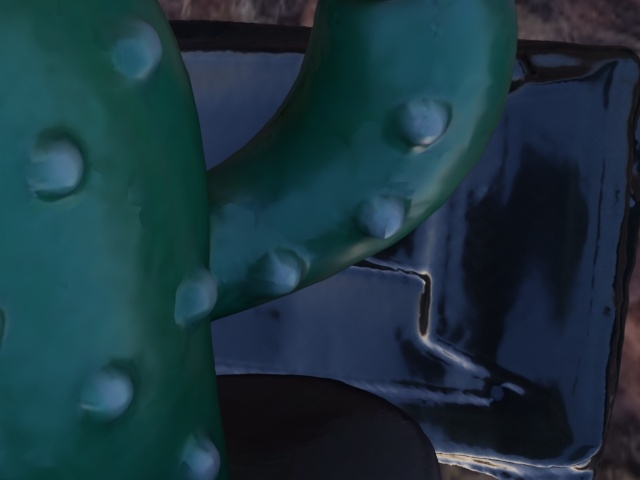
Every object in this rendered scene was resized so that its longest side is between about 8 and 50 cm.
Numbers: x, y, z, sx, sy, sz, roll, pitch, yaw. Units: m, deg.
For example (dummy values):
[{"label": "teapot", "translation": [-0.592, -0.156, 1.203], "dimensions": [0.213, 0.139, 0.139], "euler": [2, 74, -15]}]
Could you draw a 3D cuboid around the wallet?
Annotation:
[{"label": "wallet", "translation": [0.000, 0.000, 0.665], "dimensions": [0.245, 0.052, 0.168], "euler": [6, 92, 22]}]

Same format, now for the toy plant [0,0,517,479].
[{"label": "toy plant", "translation": [-0.055, 0.062, 0.434], "dimensions": [0.280, 0.185, 0.400], "euler": [-20, 109, 4]}]
